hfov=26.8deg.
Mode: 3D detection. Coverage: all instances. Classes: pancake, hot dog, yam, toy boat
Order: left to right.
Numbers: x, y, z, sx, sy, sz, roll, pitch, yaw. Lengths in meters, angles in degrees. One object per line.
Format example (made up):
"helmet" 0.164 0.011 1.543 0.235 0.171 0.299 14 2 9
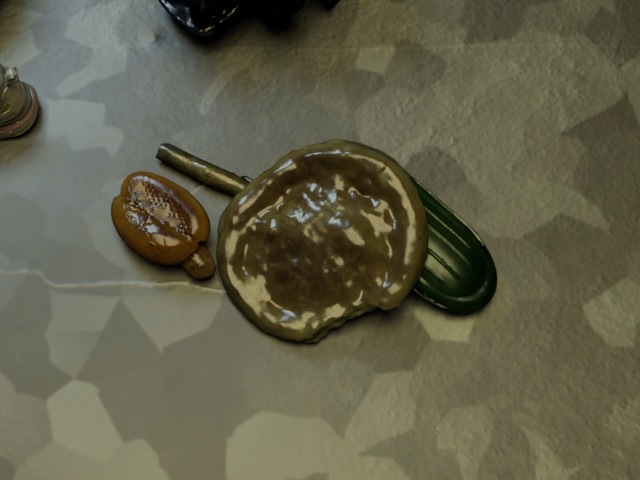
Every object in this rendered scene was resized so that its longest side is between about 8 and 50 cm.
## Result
"hot dog" -0.169 -0.016 1.488 0.140 0.060 0.090 29 73 17
"yam" -0.080 -0.056 1.520 0.234 0.027 0.029 25 93 8
"pancake" -0.001 0.000 1.463 0.236 0.042 0.222 -4 84 12
"toy boat" 0.109 -0.002 1.492 0.210 0.052 0.104 41 70 13

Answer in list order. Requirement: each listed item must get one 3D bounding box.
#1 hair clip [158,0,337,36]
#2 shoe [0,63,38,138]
"hair clip" -0.062 -0.382 1.578 0.206 0.194 0.310 19 69 13
"shoe" -0.415 -0.164 1.520 0.180 0.092 0.089 0 68 -2
